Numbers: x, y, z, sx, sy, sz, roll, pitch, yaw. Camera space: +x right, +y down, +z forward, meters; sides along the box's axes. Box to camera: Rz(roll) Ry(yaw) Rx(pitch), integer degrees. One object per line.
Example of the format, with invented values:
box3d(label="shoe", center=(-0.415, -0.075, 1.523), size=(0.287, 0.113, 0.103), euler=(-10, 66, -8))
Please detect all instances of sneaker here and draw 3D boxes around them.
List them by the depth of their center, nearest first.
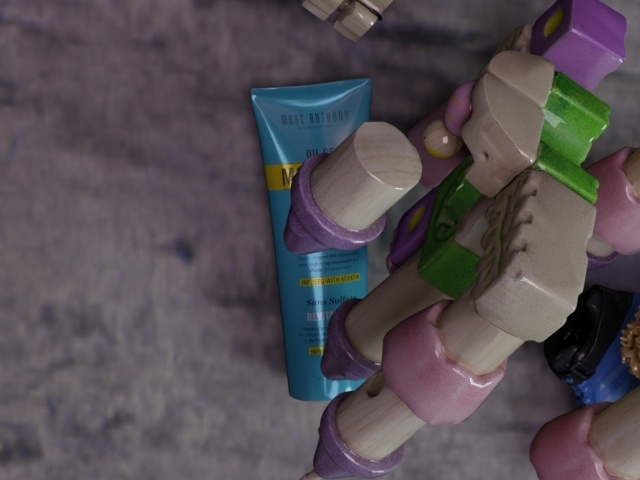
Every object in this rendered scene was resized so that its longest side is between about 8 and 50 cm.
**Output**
box3d(label="sneaker", center=(0.180, 0.104, 1.206), size=(0.085, 0.058, 0.152), euler=(18, 96, -20))

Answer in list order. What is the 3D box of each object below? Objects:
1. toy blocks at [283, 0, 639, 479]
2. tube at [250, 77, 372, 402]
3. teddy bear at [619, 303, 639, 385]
box3d(label="toy blocks", center=(0.062, -0.001, 1.062), size=(0.309, 0.288, 0.260), euler=(32, 135, -15))
box3d(label="tube", center=(0.000, 0.000, 1.160), size=(0.080, 0.052, 0.207), euler=(-7, 100, -19))
box3d(label="teddy bear", center=(0.351, 0.065, 1.189), size=(0.338, 0.113, 0.245), euler=(-43, 103, -16))
